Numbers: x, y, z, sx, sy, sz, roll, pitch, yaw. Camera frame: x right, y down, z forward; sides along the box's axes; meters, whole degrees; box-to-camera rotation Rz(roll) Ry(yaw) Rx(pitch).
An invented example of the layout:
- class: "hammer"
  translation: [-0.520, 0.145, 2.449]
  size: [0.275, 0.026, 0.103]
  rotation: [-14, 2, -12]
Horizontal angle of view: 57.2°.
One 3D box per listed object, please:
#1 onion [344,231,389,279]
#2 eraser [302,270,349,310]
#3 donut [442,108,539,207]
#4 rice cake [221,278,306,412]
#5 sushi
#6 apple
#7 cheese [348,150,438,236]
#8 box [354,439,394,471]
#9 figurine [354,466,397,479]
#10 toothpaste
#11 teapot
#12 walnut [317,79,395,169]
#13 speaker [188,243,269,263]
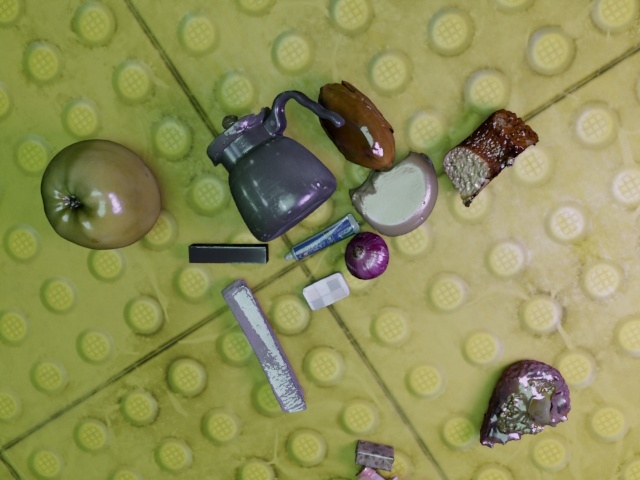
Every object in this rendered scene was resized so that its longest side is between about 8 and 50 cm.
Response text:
- class: "onion"
  translation: [0.112, 0.037, 1.381]
  size: [0.104, 0.115, 0.115]
  rotation: [21, 105, -44]
- class: "eraser"
  translation: [0.015, 0.123, 1.434]
  size: [0.105, 0.026, 0.065]
  rotation: [-27, 99, 9]
- class: "donut"
  translation: [0.371, -0.189, 1.311]
  size: [0.126, 0.144, 0.186]
  rotation: [49, 131, 2]
- class: "rice cake"
  translation: [-0.135, 0.263, 1.456]
  size: [0.073, 0.056, 0.365]
  rotation: [-27, 96, 3]
- class: "sushi"
  translation: [0.471, 0.381, 1.397]
  size: [0.241, 0.107, 0.161]
  rotation: [-21, 93, 9]
- class: "apple"
  translation: [-0.505, -0.100, 1.345]
  size: [0.262, 0.262, 0.262]
  rotation: [1, 100, 5]
- class: "cheese"
  translation: [0.183, -0.111, 1.348]
  size: [0.175, 0.091, 0.202]
  rotation: [45, 99, -2]
- class: "box"
  translation: [0.136, 0.540, 1.474]
  size: [0.098, 0.062, 0.045]
  rotation: [9, 101, 2]
- class: "figurine"
  translation: [0.194, 0.677, 1.459]
  size: [0.276, 0.133, 0.200]
  rotation: [46, 71, 0]
- class: "toothpaste"
  translation: [0.000, 0.000, 1.412]
  size: [0.197, 0.035, 0.057]
  rotation: [-27, 112, 8]
- class: "teapot"
  translation: [-0.111, -0.179, 1.278]
  size: [0.223, 0.305, 0.285]
  rotation: [-37, 87, -34]
- class: "walnut"
  translation: [0.075, -0.255, 1.309]
  size: [0.245, 0.137, 0.137]
  rotation: [45, 101, 10]
- class: "speaker"
  translation: [-0.224, 0.033, 1.434]
  size: [0.191, 0.040, 0.046]
  rotation: [1, 102, 5]
